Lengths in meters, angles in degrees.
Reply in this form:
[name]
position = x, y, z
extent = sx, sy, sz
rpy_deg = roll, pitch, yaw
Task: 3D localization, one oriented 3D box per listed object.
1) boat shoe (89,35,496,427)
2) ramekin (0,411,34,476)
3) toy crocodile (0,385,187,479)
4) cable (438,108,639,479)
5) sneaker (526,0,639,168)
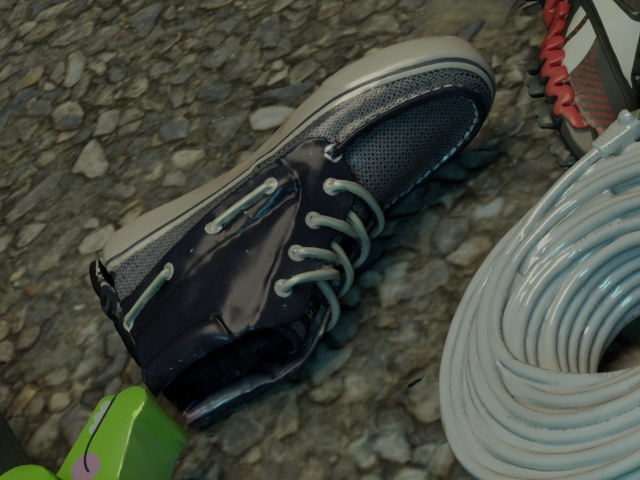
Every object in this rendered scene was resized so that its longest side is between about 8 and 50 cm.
[boat shoe]
position = 0.000, 0.000, 0.990
extent = 0.340, 0.127, 0.158
rpy_deg = -35, 44, 9
[ramekin]
position = -0.317, 0.207, 0.957
extent = 0.273, 0.127, 0.273
rpy_deg = -18, 41, 16
[toy crocodile]
position = -0.177, 0.244, 0.837
extent = 0.105, 0.115, 0.340
rpy_deg = 12, 57, 34
[cable]
position = 0.185, 0.050, 0.794
extent = 0.257, 0.089, 0.257
rpy_deg = -41, 29, 10
[sneaker]
position = 0.221, -0.133, 0.987
extent = 0.135, 0.097, 0.276
rpy_deg = -17, 39, 21
